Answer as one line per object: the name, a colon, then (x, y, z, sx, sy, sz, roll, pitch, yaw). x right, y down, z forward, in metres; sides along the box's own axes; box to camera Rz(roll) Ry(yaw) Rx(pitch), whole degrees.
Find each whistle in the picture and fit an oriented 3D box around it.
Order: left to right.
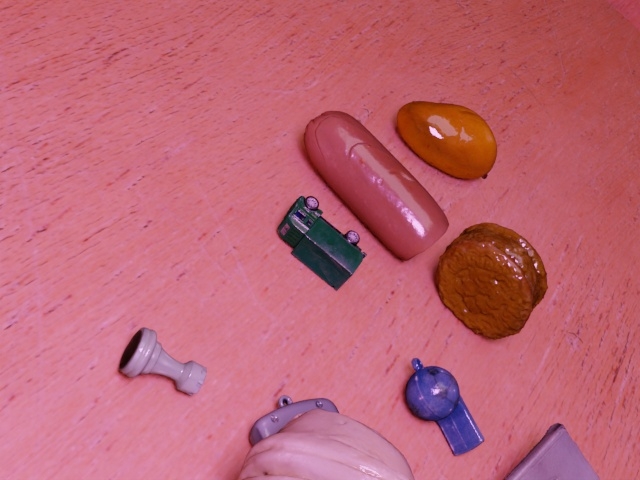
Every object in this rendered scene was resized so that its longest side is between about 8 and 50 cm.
whistle: (0.178, 0.247, 1.158, 0.090, 0.090, 0.158, -10, 64, -38)

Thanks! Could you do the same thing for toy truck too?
toy truck: (0.000, 0.000, 1.249, 0.147, 0.065, 0.079, 41, 48, -1)

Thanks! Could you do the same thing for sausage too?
sausage: (0.092, -0.101, 1.348, 0.304, 0.121, 0.121, 48, 45, 8)

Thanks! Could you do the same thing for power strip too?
power strip: (0.343, 0.410, 1.138, 0.198, 0.064, 0.213, -34, 94, -31)

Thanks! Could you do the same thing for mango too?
mango: (0.256, -0.212, 1.553, 0.227, 0.109, 0.147, 28, 70, -12)

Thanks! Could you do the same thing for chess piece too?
chess piece: (-0.201, 0.162, 0.997, 0.103, 0.067, 0.067, 31, 44, -22)

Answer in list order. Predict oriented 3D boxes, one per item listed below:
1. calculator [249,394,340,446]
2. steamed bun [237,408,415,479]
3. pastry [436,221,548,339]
calculator: (0.000, 0.316, 1.014, 0.141, 0.045, 0.246, -11, 63, -38)
steamed bun: (0.018, 0.339, 0.836, 0.275, 0.203, 0.289, 14, 72, 13)
pastry: (0.291, 0.067, 1.311, 0.189, 0.189, 0.103, 48, 48, 8)
